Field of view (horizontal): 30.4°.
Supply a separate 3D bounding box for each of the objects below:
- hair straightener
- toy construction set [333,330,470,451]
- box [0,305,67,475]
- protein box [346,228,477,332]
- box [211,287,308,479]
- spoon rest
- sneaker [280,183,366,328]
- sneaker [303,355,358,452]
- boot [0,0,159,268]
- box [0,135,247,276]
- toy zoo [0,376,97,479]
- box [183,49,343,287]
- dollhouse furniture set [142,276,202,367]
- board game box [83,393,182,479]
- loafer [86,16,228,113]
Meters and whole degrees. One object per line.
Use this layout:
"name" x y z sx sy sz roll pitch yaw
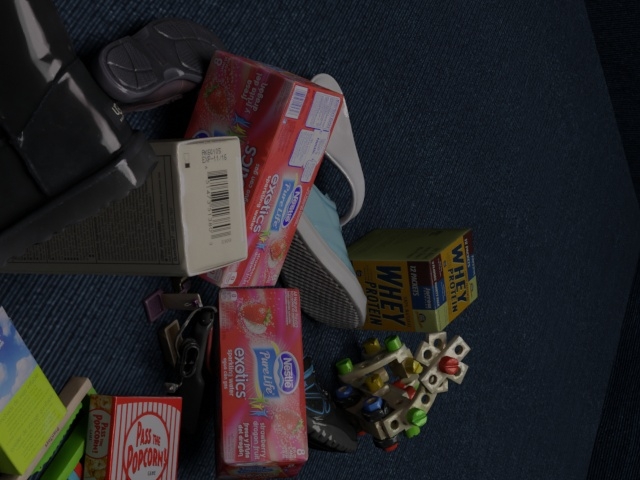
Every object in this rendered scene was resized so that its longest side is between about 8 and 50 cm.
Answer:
"hair straightener" -0.176 0.183 1.636 0.089 0.047 0.230 -44 155 -50
"toy construction set" 0.137 0.252 2.046 0.215 0.328 0.151 -30 94 -21
"box" -0.372 0.175 1.374 0.109 0.042 0.178 -60 139 -42
"protein box" 0.154 0.069 2.144 0.200 0.201 0.136 -32 118 -56
"box" -0.091 0.207 1.694 0.128 0.123 0.256 113 -25 -66
"spoon rest" 0.022 -0.152 2.030 0.137 0.084 0.276 -40 125 -54
"sneaker" 0.000 0.000 1.941 0.150 0.135 0.366 -65 143 -32
"sneaker" -0.027 0.255 1.903 0.341 0.125 0.139 41 57 -54
"boot" -0.423 -0.171 1.121 0.445 0.367 0.146 58 4 -20
"box" -0.247 -0.039 1.320 0.121 0.311 0.148 -16 106 -60
"toy zoo" -0.297 0.346 1.522 0.192 0.030 0.293 -60 140 -41
"box" -0.104 -0.096 1.650 0.154 0.142 0.300 1 112 -61
"dollhouse furniture set" -0.181 0.117 1.672 0.091 0.081 0.114 -41 125 -53
"board game box" -0.246 0.298 1.533 0.147 0.045 0.193 13 79 -61
"loafer" -0.233 -0.230 1.596 0.109 0.095 0.302 56 29 0
